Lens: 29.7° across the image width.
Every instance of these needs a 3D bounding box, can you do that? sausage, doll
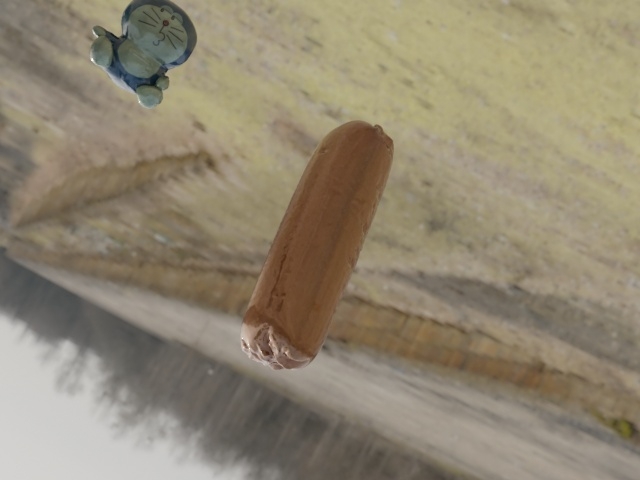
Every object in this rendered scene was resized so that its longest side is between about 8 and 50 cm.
[{"bbox_3d":[0.000,-0.001,1.177,0.086,0.289,0.086,15,149,10],"label":"sausage"},{"bbox_3d":[-0.141,-0.157,0.962,0.076,0.083,0.050,39,173,-17],"label":"doll"}]
